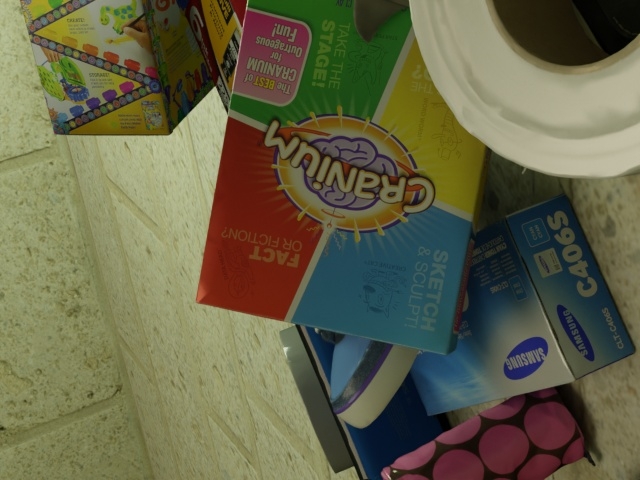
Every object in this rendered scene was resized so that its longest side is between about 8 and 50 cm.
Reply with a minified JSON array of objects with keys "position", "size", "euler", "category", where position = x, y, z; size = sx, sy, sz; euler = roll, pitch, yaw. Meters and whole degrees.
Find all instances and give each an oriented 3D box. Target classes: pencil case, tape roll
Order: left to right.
[{"position":[0.013,0.219,1.632],"size":[0.219,0.072,0.219],"euler":[159,90,-89],"category":"tape roll"},{"position":[0.168,0.232,1.161],"size":[0.098,0.209,0.095],"euler":[77,167,-47],"category":"pencil case"},{"position":[0.192,-0.183,0.733],"size":[0.286,0.100,0.286],"euler":[9,102,46],"category":"tape roll"}]

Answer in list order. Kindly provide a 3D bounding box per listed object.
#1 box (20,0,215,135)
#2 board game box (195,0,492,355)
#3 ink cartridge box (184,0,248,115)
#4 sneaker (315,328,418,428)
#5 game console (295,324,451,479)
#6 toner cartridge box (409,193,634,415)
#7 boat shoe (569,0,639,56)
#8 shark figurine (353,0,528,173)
[{"position":[-0.252,-0.328,1.549],"size":[0.290,0.177,0.279],"euler":[-60,-32,-56],"category":"box"},{"position":[0.033,-0.075,1.034],"size":[0.064,0.242,0.316],"euler":[-1,-79,-76],"category":"board game box"},{"position":[-0.037,-0.212,1.367],"size":[0.309,0.130,0.272],"euler":[67,162,9],"category":"ink cartridge box"},{"position":[0.000,0.000,1.141],"size":[0.322,0.236,0.130],"euler":[-69,11,-19],"category":"sneaker"},{"position":[0.049,0.192,1.494],"size":[0.173,0.250,0.293],"euler":[-31,79,42],"category":"game console"},{"position":[0.176,0.081,1.192],"size":[0.165,0.075,0.348],"euler":[66,159,7],"category":"toner cartridge box"},{"position":[0.232,-0.171,0.824],"size":[0.079,0.084,0.233],"euler":[-42,73,42],"category":"boat shoe"},{"position":[0.086,-0.188,0.954],"size":[0.278,0.166,0.116],"euler":[34,127,-9],"category":"shark figurine"}]
